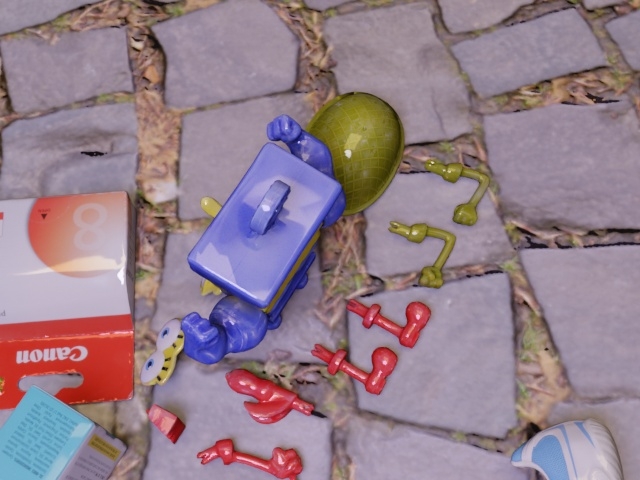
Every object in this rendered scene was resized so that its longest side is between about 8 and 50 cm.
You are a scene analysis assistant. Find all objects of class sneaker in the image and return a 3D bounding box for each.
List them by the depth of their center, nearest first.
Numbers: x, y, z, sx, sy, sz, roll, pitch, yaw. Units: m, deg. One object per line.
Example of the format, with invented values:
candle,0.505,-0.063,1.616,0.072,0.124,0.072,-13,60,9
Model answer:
sneaker,0.209,0.251,0.620,0.086,0.085,0.237,-24,70,19

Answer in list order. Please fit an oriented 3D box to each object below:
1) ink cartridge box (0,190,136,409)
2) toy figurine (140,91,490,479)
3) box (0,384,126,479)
ink cartridge box,-0.233,0.048,0.724,0.146,0.045,0.179,-4,65,0
toy figurine,0.000,0.000,0.647,0.191,0.217,0.362,30,72,13
box,-0.244,0.232,0.618,0.060,0.100,0.244,28,70,14
